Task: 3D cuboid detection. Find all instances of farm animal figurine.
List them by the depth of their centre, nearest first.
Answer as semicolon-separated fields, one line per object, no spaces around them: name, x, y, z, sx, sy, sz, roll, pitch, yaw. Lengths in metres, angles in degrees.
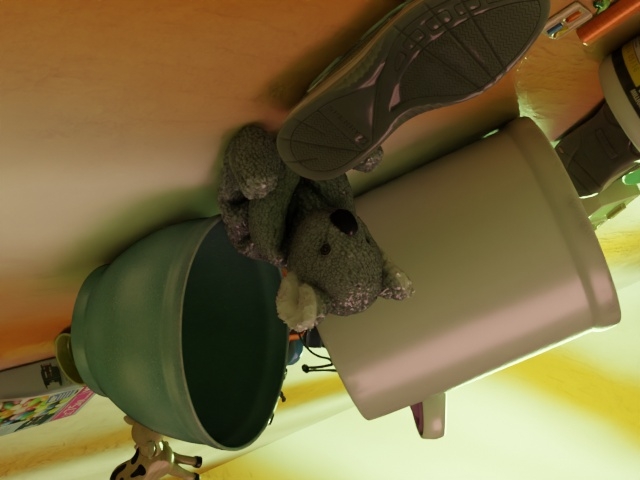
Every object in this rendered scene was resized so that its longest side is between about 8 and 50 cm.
farm animal figurine;-0.202;0.213;1.667;0.326;0.330;0.172;-17;148;40

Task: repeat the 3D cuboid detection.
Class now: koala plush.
koala plush;0.000;0.000;1.318;0.196;0.221;0.203;-15;147;-32

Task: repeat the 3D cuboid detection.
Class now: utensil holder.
utensil holder;0.182;0.044;1.640;0.385;0.328;0.327;-23;164;4

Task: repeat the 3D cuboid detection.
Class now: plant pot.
plant pot;-0.188;0.114;1.442;0.196;0.293;0.293;-2;173;22
plant pot;-0.335;0.161;1.689;0.079;0.083;0.083;-26;169;-45

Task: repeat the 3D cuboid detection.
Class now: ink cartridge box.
ink cartridge box;-0.494;0.255;1.774;0.311;0.065;0.186;-10;158;-38

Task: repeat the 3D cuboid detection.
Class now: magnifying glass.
magnifying glass;0.411;-0.309;1.373;0.231;0.026;0.092;-32;163;26

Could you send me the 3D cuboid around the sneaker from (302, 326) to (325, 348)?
sneaker;0.010;0.176;2.133;0.163;0.086;0.226;5;158;0

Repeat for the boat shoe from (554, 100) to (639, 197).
boat shoe;0.505;-0.187;1.765;0.130;0.132;0.355;-26;176;-35

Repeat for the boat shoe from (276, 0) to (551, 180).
boat shoe;0.088;-0.182;1.176;0.320;0.103;0.118;-36;116;26

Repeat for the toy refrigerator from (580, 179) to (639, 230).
toy refrigerator;0.485;-0.050;2.188;0.102;0.094;0.269;-16;161;-29

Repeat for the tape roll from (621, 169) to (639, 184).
tape roll;0.646;-0.208;1.956;0.321;0.077;0.321;-23;163;-7

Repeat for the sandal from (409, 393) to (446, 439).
sandal;0.123;0.180;1.895;0.102;0.170;0.416;-4;-160;-7

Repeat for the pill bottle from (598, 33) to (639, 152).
pill bottle;0.548;-0.245;1.483;0.334;0.188;0.188;-34;162;28

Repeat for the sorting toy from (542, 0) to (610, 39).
sorting toy;0.306;-0.267;1.368;0.083;0.012;0.062;-32;163;24

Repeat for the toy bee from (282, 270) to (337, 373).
toy bee;-0.071;0.130;1.883;0.298;0.162;0.195;-2;177;28
